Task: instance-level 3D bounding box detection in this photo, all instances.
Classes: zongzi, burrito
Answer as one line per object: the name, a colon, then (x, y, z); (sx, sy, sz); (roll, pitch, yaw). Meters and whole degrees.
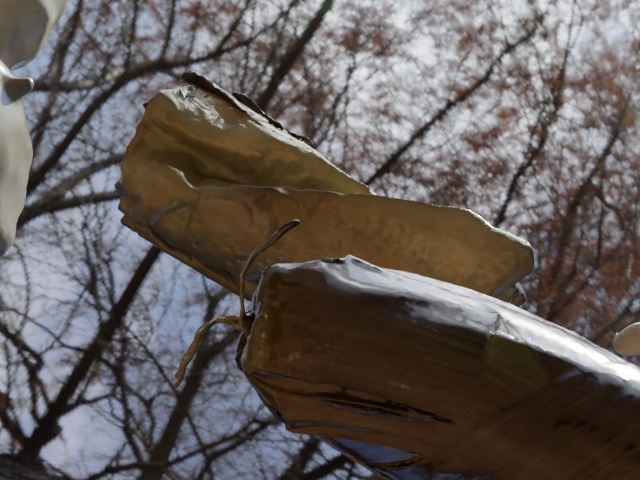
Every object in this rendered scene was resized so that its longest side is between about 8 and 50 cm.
zongzi: (0.091, 0.076, 0.420); (0.241, 0.247, 0.111); (-3, -118, 61)
burrito: (-0.001, 0.000, 0.754); (0.332, 0.190, 0.135); (28, -111, 12)

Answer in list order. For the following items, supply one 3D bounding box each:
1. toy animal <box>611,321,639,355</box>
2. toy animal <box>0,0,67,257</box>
toy animal: (0.318, 0.077, 0.764); (0.124, 0.071, 0.085); (28, -108, -4)
toy animal: (-0.159, -0.092, 0.366); (0.308, 0.188, 0.266); (-15, -96, 56)
